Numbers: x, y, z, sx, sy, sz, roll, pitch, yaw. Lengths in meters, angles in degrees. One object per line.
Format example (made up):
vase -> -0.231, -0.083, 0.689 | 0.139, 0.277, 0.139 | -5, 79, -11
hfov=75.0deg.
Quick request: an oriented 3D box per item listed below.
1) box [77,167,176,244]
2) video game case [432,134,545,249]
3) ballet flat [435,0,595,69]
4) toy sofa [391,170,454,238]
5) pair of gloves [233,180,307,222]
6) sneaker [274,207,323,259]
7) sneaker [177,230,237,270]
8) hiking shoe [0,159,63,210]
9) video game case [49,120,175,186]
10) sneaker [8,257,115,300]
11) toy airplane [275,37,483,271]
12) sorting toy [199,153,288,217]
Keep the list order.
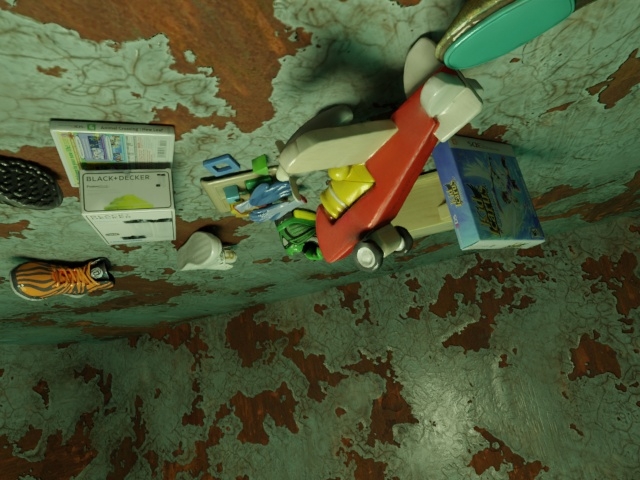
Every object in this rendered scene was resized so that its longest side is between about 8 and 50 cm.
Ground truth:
box -> -0.407, -0.065, 0.915 | 0.169, 0.087, 0.290 | -4, 169, -21
video game case -> 0.402, -0.114, 1.000 | 0.244, 0.270, 0.061 | -1, 160, -30
ballet flat -> 0.301, -0.333, 0.502 | 0.348, 0.123, 0.123 | -18, 162, 33
toy sofa -> 0.217, -0.081, 1.203 | 0.362, 0.150, 0.177 | -14, 168, 12
pair of gloves -> -0.123, -0.095, 1.031 | 0.159, 0.023, 0.198 | -23, 162, 9
sneaker -> 0.000, 0.000, 1.338 | 0.343, 0.147, 0.134 | 4, 158, -42
sneaker -> -0.336, 0.035, 1.339 | 0.169, 0.108, 0.292 | 0, 170, -35
hiking shoe -> -0.608, -0.106, 0.769 | 0.114, 0.086, 0.226 | -7, 163, 40
video game case -> -0.386, -0.158, 0.802 | 0.193, 0.023, 0.212 | -4, 163, -23
sneaker -> -0.768, 0.104, 1.291 | 0.179, 0.125, 0.321 | -17, 173, 7
toy airplane -> 0.096, -0.168, 0.743 | 0.384, 0.272, 0.386 | -47, 156, -10
sorting toy -> -0.180, -0.111, 1.037 | 0.195, 0.047, 0.348 | -10, 163, -4
